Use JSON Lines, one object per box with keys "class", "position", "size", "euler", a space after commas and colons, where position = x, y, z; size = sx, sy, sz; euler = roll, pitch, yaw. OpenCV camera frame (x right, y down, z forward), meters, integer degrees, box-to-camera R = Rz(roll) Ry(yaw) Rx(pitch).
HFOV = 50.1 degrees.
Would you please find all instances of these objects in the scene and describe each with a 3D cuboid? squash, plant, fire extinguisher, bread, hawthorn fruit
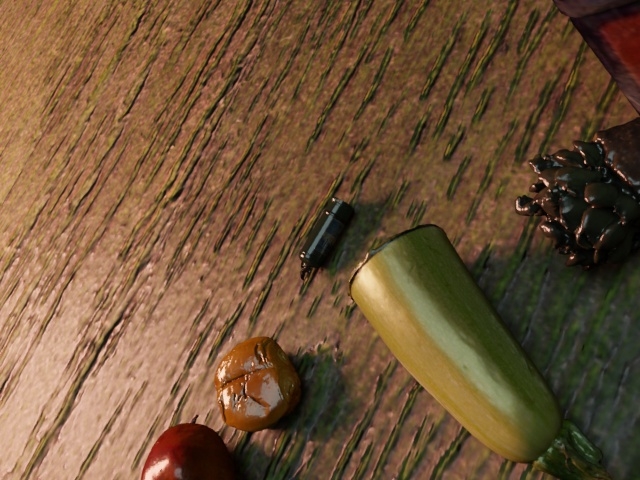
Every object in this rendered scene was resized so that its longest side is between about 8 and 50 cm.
{"class": "squash", "position": [0.120, 0.089, 0.501], "size": [0.094, 0.094, 0.224], "euler": [-44, 59, 6]}
{"class": "plant", "position": [0.216, -0.039, 0.494], "size": [0.143, 0.092, 0.094], "euler": [-30, 62, 6]}
{"class": "fire extinguisher", "position": [0.000, 0.000, 0.646], "size": [0.083, 0.025, 0.038], "euler": [-60, 15, -7]}
{"class": "bread", "position": [-0.056, 0.127, 0.604], "size": [0.081, 0.046, 0.083], "euler": [-4, 64, 27]}
{"class": "hawthorn fruit", "position": [-0.113, 0.197, 0.592], "size": [0.081, 0.081, 0.093], "euler": [-38, 24, 10]}

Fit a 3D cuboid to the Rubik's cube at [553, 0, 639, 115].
{"class": "Rubik's cube", "position": [0.299, -0.293, 0.392], "size": [0.313, 0.318, 0.316], "euler": [-6, 66, 44]}
